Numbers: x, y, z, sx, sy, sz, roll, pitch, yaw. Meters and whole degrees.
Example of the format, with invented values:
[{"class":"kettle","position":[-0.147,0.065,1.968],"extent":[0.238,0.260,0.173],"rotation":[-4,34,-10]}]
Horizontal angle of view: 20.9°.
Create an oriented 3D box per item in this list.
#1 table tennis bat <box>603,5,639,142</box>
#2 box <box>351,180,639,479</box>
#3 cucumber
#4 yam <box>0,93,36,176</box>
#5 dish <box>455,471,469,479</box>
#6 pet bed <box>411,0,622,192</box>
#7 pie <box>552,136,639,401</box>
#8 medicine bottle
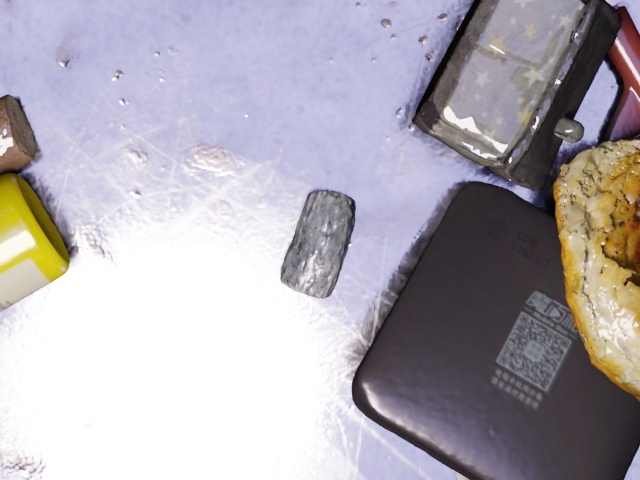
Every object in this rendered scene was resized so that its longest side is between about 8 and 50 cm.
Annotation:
[{"class":"table tennis bat","position":[0.379,-0.105,1.834],"extent":[0.200,0.038,0.310],"rotation":[-31,97,-3]},{"class":"box","position":[0.210,0.119,1.778],"extent":[0.290,0.073,0.289],"rotation":[31,71,-3]},{"class":"cucumber","position":[-0.001,0.002,1.813],"extent":[0.064,0.064,0.112],"rotation":[17,92,-2]},{"class":"yam","position":[-0.364,-0.092,1.790],"extent":[0.127,0.084,0.084],"rotation":[-23,93,3]},{"class":"dish","position":[0.215,0.242,1.823],"extent":[0.141,0.078,0.141],"rotation":[0,94,-1]},{"class":"pet bed","position":[0.207,-0.170,1.750],"extent":[0.159,0.183,0.211],"rotation":[29,92,-1]},{"class":"pie","position":[0.369,0.037,1.759],"extent":[0.308,0.085,0.308],"rotation":[6,72,-19]},{"class":"medicine bottle","position":[-0.375,0.031,1.774],"extent":[0.212,0.122,0.122],"rotation":[-30,93,1]}]
